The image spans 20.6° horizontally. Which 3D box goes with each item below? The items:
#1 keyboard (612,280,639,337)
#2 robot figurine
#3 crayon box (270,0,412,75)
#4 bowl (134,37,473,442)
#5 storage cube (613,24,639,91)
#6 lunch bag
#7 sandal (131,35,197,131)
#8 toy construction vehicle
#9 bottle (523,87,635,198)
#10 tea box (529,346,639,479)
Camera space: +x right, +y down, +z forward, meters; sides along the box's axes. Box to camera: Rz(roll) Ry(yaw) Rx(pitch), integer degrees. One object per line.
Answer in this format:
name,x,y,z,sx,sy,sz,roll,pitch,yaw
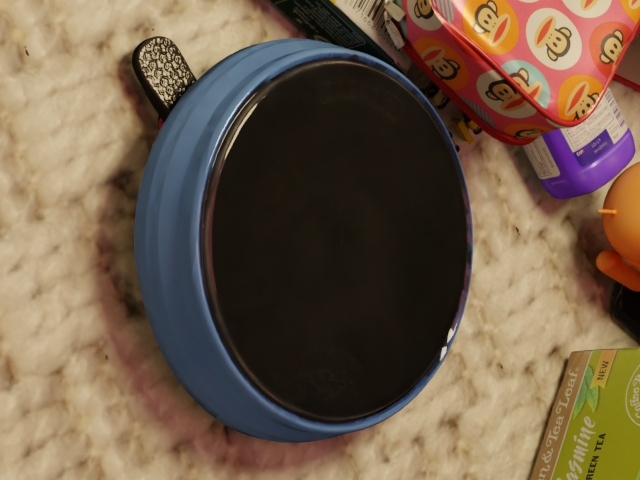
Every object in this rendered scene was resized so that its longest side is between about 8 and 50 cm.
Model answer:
keyboard,0.474,0.077,2.088,0.317,0.033,0.201,37,71,-28
robot figurine,0.395,-0.012,1.932,0.219,0.158,0.128,34,64,-39
crayon box,0.064,-0.346,1.805,0.202,0.081,0.318,40,63,-26
bowl,0.000,0.000,1.686,0.391,0.077,0.391,0,89,-43
storage cube,0.417,-0.283,1.996,0.215,0.183,0.193,19,72,-33
lunch bag,0.201,-0.270,1.768,0.258,0.120,0.293,42,63,-16
sandal,-0.126,-0.109,1.665,0.067,0.040,0.179,-33,99,-35
toy construction vehicle,0.129,-0.128,1.862,0.098,0.035,0.086,-55,126,-25
bottle,0.238,-0.188,1.907,0.118,0.092,0.283,-41,108,-37
tea box,0.392,0.299,1.818,0.220,0.323,0.329,34,65,-30
